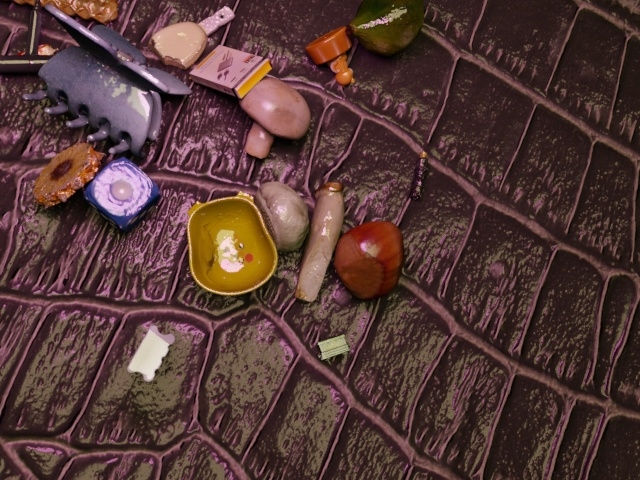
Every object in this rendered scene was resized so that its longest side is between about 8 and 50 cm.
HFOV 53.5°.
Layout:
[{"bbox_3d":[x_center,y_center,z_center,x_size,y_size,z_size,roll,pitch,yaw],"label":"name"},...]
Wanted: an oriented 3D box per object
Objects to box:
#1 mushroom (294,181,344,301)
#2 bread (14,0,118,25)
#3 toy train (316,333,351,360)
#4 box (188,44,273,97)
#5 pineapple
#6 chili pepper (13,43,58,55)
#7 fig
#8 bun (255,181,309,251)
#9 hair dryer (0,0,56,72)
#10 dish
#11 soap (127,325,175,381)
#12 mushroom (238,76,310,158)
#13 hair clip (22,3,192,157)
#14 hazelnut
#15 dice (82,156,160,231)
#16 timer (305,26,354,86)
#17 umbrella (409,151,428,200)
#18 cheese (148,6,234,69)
[{"bbox_3d":[0.001,-0.001,1.705,0.087,0.107,0.333,18,76,-18],"label":"mushroom"},{"bbox_3d":[-0.727,-0.652,1.688,0.368,0.077,0.084,10,79,-9],"label":"bread"},{"bbox_3d":[0.033,0.287,1.694,0.093,0.038,0.056,-16,77,-14],"label":"toy train"},{"bbox_3d":[-0.250,-0.456,1.694,0.247,0.033,0.129,27,69,39],"label":"box"},{"bbox_3d":[-0.631,-0.164,1.565,0.221,0.221,0.047,-49,131,-16],"label":"pineapple"},{"bbox_3d":[-0.777,-0.477,1.667,0.178,0.027,0.045,-22,99,-16],"label":"chili pepper"},{"bbox_3d":[0.157,-0.627,1.800,0.235,0.203,0.203,-8,81,-30],"label":"fig"},{"bbox_3d":[-0.092,-0.066,1.650,0.118,0.195,0.195,-18,84,-11],"label":"bun"},{"bbox_3d":[-0.761,-0.528,1.635,0.173,0.050,0.194,-7,90,-19],"label":"hair dryer"},{"bbox_3d":[-0.232,0.017,1.646,0.221,0.108,0.262,-14,81,-7],"label":"dish"},{"bbox_3d":[-0.402,0.271,1.518,0.066,0.198,0.119,28,75,-7],"label":"soap"},{"bbox_3d":[-0.126,-0.336,1.720,0.206,0.209,0.206,7,45,-7],"label":"mushroom"},{"bbox_3d":[-0.529,-0.375,1.584,0.318,0.392,0.238,33,100,-6],"label":"hair clip"},{"bbox_3d":[0.131,0.047,1.698,0.186,0.210,0.210,-4,79,11],"label":"hazelnut"},{"bbox_3d":[-0.498,-0.115,1.599,0.143,0.146,0.146,42,73,-4],"label":"dice"},{"bbox_3d":[0.048,-0.514,1.822,0.132,0.132,0.152,-36,112,-16],"label":"timer"},{"bbox_3d":[0.289,-0.187,1.838,0.040,0.037,0.144,11,80,4],"label":"umbrella"},{"bbox_3d":[-0.345,-0.572,1.768,0.255,0.050,0.127,-38,89,-16],"label":"cheese"}]
